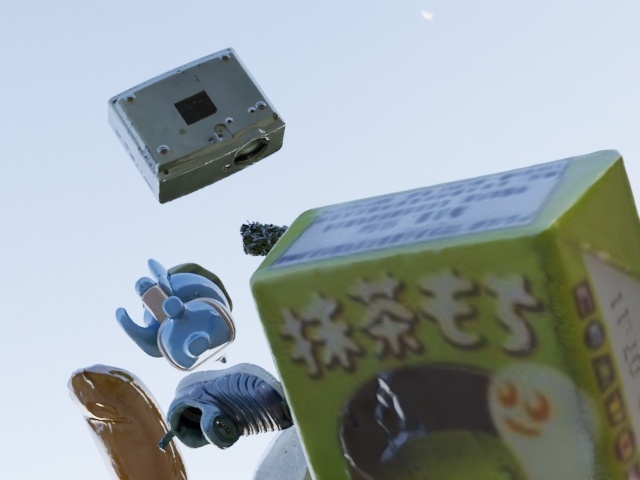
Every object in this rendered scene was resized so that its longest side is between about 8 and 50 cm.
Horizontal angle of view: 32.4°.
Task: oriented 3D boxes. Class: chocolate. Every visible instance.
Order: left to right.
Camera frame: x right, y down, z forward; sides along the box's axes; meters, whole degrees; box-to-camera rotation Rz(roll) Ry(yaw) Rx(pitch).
[{"bbox_3d":[0.112,0.105,0.846,0.137,0.300,0.289,-30,-74,-54],"label":"chocolate"}]

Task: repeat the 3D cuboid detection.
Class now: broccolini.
[{"bbox_3d":[0.000,0.000,1.442,0.054,0.239,0.051,42,-125,-58],"label":"broccolini"}]

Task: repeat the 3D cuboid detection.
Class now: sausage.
[{"bbox_3d":[-0.310,0.310,1.795,0.354,0.134,0.116,77,-147,-41],"label":"sausage"}]

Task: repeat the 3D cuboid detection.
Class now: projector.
[{"bbox_3d":[-0.125,-0.119,1.114,0.147,0.115,0.061,-27,-19,-20],"label":"projector"}]

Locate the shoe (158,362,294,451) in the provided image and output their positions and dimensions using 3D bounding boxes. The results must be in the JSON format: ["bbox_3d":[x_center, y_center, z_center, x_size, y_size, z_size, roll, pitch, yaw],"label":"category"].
[{"bbox_3d":[-0.081,0.150,0.958,0.064,0.142,0.071,59,-138,-26],"label":"shoe"}]

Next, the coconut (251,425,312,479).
[{"bbox_3d":[0.041,0.278,1.185,0.237,0.237,0.266,-36,-9,-7],"label":"coconut"}]

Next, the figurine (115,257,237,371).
[{"bbox_3d":[-0.208,0.112,1.665,0.154,0.180,0.262,-64,0,-2],"label":"figurine"}]
